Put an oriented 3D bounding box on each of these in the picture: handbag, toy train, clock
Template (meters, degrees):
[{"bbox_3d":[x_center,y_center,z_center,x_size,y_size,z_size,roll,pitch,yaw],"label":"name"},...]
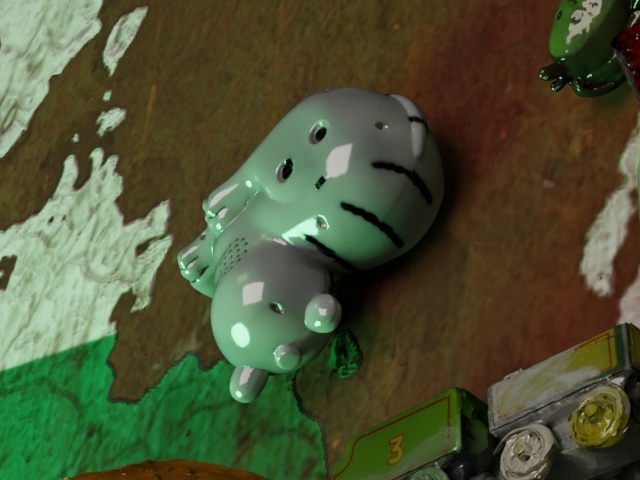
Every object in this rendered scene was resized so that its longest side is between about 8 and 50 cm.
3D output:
[{"bbox_3d":[0.151,-0.123,1.022,0.072,0.047,0.111,12,73,53],"label":"handbag"},{"bbox_3d":[0.087,0.102,0.933,0.202,0.060,0.081,-29,40,32],"label":"toy train"},{"bbox_3d":[0.000,0.000,1.086,0.176,0.080,0.117,-45,38,20],"label":"clock"}]

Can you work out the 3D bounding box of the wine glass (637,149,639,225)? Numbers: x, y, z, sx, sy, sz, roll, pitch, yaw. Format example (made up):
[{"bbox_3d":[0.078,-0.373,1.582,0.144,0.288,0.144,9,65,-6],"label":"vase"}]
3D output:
[{"bbox_3d":[0.247,0.049,0.648,0.238,0.238,0.323,-44,45,20],"label":"wine glass"}]

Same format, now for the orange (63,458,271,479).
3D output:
[{"bbox_3d":[-0.073,0.213,0.892,0.240,0.240,0.240,-28,47,35],"label":"orange"}]

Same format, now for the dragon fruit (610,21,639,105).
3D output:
[{"bbox_3d":[0.198,-0.065,0.906,0.102,0.096,0.147,-30,14,20],"label":"dragon fruit"}]
